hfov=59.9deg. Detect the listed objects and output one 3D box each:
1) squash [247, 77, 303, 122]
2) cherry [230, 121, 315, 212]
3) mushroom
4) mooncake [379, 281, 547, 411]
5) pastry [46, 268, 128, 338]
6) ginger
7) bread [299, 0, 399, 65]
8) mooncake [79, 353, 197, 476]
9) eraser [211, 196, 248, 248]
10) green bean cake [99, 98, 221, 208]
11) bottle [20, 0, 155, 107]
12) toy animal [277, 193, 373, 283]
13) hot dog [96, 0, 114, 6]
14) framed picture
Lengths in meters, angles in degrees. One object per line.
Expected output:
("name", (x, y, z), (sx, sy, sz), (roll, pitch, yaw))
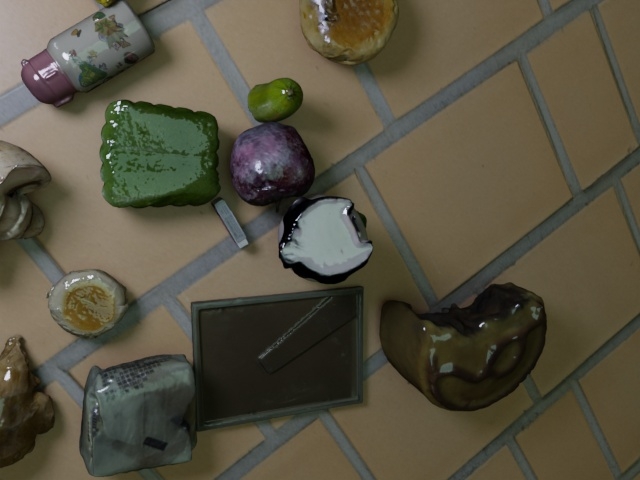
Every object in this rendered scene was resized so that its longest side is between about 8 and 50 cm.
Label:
("squash", (-0.090, -0.305, 1.214), (0.095, 0.188, 0.095), (-4, 100, -22))
("cherry", (-0.113, -0.168, 1.238), (0.195, 0.195, 0.195), (-4, 101, -20))
("mushroom", (-0.650, -0.082, 1.066), (0.189, 0.195, 0.254), (38, 88, 11))
("mooncake", (0.384, 0.247, 1.464), (0.394, 0.246, 0.393), (-48, 117, -3))
("pastry", (-0.499, 0.135, 1.194), (0.165, 0.088, 0.166), (-3, 99, -17))
("ginger", (-0.652, 0.340, 1.154), (0.218, 0.123, 0.270), (29, 79, -45))
("bread", (0.055, -0.517, 1.262), (0.244, 0.134, 0.245), (-3, 99, -17))
("mooncake", (-0.404, 0.382, 1.245), (0.254, 0.136, 0.250), (-1, 102, -25))
("eraser", (-0.210, -0.041, 1.287), (0.029, 0.052, 0.122), (-32, 108, -12))
("green bean cake", (-0.336, -0.178, 1.182), (0.247, 0.125, 0.222), (3, 100, -19))
("bottle", (-0.465, -0.364, 1.103), (0.253, 0.120, 0.120), (-37, 110, -10))
("toy animal", (0.008, -0.005, 1.256), (0.212, 0.267, 0.213), (0, 92, -3))
("hot dog", (-0.440, -0.575, 1.046), (0.123, 0.093, 0.262), (-25, 84, -4))
("framed picture", (-0.096, 0.290, 1.402), (0.445, 0.028, 0.326), (-3, 100, -20))
